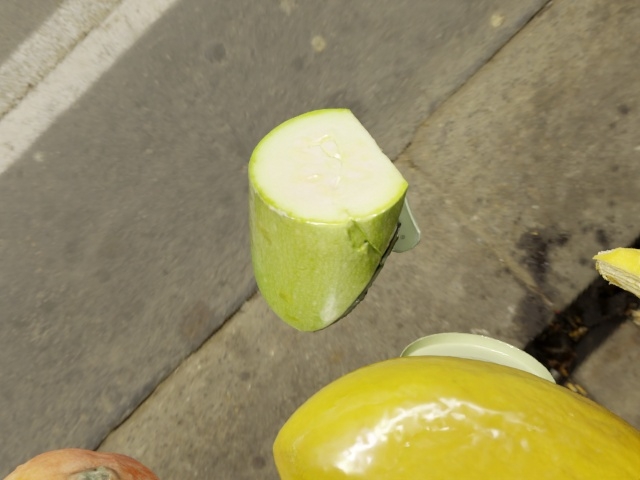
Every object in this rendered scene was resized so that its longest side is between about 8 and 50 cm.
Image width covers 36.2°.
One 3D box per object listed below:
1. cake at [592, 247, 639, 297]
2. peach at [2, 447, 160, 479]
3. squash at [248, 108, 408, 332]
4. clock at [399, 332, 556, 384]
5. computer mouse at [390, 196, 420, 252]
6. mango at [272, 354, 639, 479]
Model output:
[{"bbox_3d":[0.434,0.032,1.187,0.116,0.185,0.080,-44,128,-4],"label":"cake"},{"bbox_3d":[-0.225,0.294,0.914,0.233,0.232,0.232,0,94,-3],"label":"peach"},{"bbox_3d":[0.000,0.000,1.483,0.210,0.309,0.233,-25,53,-16],"label":"squash"},{"bbox_3d":[0.223,0.203,1.392,0.235,0.235,0.029,7,119,-4],"label":"clock"},{"bbox_3d":[0.110,-0.036,1.441,0.056,0.032,0.110,-18,114,6],"label":"computer mouse"},{"bbox_3d":[0.136,0.188,0.558,0.195,0.142,0.331,-38,86,-22],"label":"mango"}]
